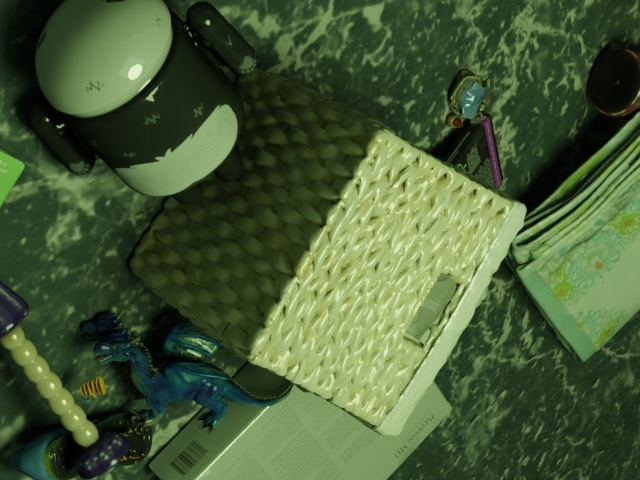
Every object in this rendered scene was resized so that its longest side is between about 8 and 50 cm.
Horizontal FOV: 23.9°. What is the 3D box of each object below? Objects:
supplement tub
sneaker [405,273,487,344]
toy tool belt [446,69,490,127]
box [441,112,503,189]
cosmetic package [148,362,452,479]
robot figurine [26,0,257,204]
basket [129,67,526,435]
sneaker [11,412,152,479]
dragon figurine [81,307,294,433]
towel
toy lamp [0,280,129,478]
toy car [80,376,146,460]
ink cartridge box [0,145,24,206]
[{"bbox_3d":[0.499,-0.224,2.266,0.198,0.106,0.106,7,108,-42],"label":"supplement tub"},{"bbox_3d":[0.097,0.091,1.995,0.281,0.105,0.115,-39,115,-34],"label":"sneaker"},{"bbox_3d":[0.204,-0.188,2.077,0.052,0.051,0.083,5,109,-41],"label":"toy tool belt"},{"bbox_3d":[0.202,-0.085,2.107,0.162,0.029,0.116,-52,140,-39],"label":"box"},{"bbox_3d":[-0.018,0.271,2.102,0.377,0.097,0.284,-45,130,-13],"label":"cosmetic package"},{"bbox_3d":[-0.195,-0.163,1.683,0.209,0.173,0.278,-57,135,-16],"label":"robot figurine"},{"bbox_3d":[0.000,0.000,1.827,0.266,0.331,0.328,30,92,-39],"label":"basket"},{"bbox_3d":[-0.297,0.257,1.898,0.209,0.082,0.069,-7,91,-56],"label":"sneaker"},{"bbox_3d":[-0.158,0.161,1.888,0.289,0.085,0.144,6,131,-13],"label":"dragon figurine"},{"bbox_3d":[0.449,-0.001,2.291,0.320,0.090,0.374,-41,143,0],"label":"towel"},{"bbox_3d":[-0.328,0.155,1.756,0.080,0.080,0.275,-38,110,-18],"label":"toy lamp"},{"bbox_3d":[-0.257,0.220,1.862,0.122,0.040,0.060,69,20,-8],"label":"toy car"},{"bbox_3d":[-0.469,-0.018,1.566,0.198,0.115,0.273,29,92,-44],"label":"ink cartridge box"}]
